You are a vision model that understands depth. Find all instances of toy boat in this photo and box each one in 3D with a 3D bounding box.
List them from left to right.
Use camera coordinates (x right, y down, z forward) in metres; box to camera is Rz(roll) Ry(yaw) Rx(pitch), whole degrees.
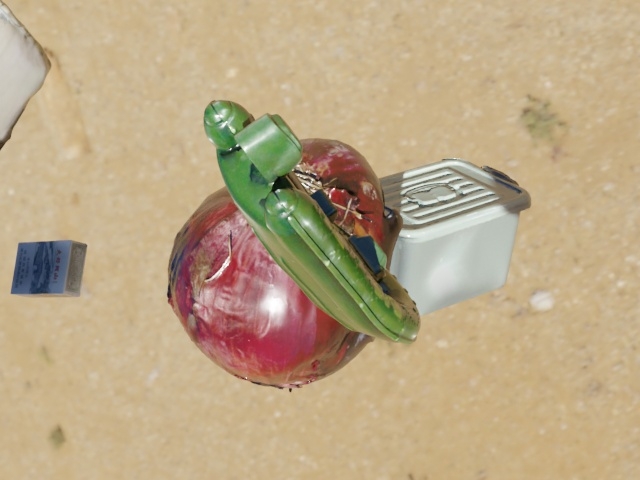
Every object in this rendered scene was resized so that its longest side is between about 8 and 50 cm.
[{"bbox_3d":[0.000,0.000,0.751,0.104,0.052,0.210,51,-179,39],"label":"toy boat"}]

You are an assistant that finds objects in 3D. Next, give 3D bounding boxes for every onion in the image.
[{"bbox_3d":[-0.034,0.018,1.410,0.221,0.281,0.280,14,119,16],"label":"onion"}]

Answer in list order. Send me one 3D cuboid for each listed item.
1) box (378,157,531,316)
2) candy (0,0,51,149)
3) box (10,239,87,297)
[{"bbox_3d":[0.141,-0.002,1.746,0.163,0.243,0.135,29,127,43],"label":"box"},{"bbox_3d":[-0.320,-0.124,1.060,0.137,0.184,0.195,30,173,11],"label":"candy"},{"bbox_3d":[-0.264,0.028,1.325,0.083,0.024,0.054,-2,74,40],"label":"box"}]
